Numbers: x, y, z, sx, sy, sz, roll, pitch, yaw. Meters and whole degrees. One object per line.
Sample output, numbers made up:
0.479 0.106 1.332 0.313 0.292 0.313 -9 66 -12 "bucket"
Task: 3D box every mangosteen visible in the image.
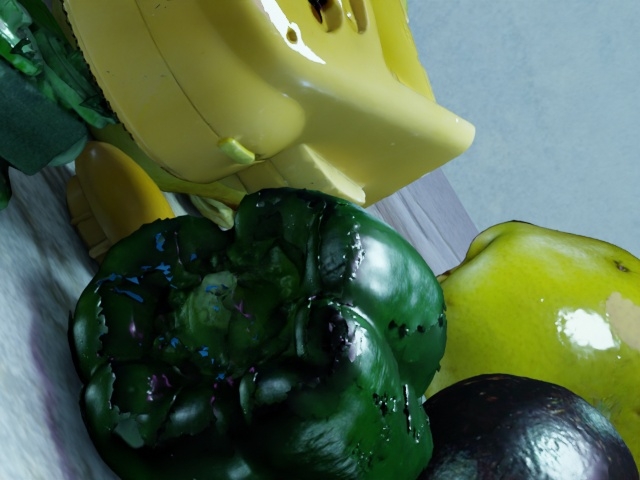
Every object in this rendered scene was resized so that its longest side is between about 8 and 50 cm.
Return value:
0.149 0.252 1.724 0.288 0.288 0.288 55 12 -17 "mangosteen"

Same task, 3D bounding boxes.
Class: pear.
0.299 0.171 2.289 0.386 0.340 0.191 43 3 -17 "pear"

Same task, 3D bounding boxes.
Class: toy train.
-0.252 -0.138 1.323 0.188 0.132 0.243 57 8 28 "toy train"

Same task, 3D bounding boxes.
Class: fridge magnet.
-0.157 -0.016 1.562 0.143 0.063 0.143 53 13 -18 "fridge magnet"

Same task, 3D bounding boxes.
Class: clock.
-0.054 -0.157 1.391 0.317 0.200 0.244 27 40 -58 "clock"

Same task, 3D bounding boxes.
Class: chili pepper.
-0.039 0.101 1.373 0.256 0.249 0.233 51 39 -49 "chili pepper"

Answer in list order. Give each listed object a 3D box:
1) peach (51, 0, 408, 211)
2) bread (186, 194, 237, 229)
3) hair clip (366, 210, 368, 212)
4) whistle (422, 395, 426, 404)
-0.088 -0.195 1.702 0.314 0.315 0.281 23 10 8 "peach"
-0.100 -0.083 1.947 0.232 0.088 0.128 -112 176 -66 "bread"
0.005 -0.004 2.161 0.173 0.069 0.300 32 25 -23 "hair clip"
0.082 0.170 2.105 0.057 0.068 0.326 66 1 -56 "whistle"
